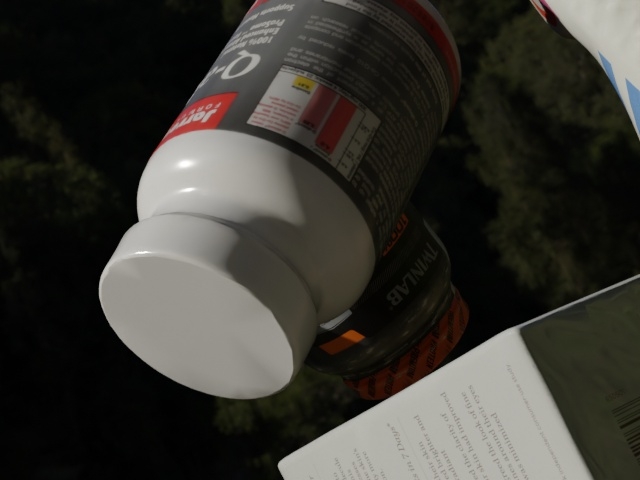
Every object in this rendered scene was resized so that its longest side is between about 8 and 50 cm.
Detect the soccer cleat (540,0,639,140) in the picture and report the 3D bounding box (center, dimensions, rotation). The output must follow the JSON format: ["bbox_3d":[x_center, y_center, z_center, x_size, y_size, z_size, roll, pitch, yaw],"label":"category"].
[{"bbox_3d":[0.226,-0.133,0.826,0.116,0.331,0.143,-30,2,-13],"label":"soccer cleat"}]

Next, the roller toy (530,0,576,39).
[{"bbox_3d":[0.231,-0.292,1.183,0.146,0.209,0.191,-32,-30,6],"label":"roller toy"}]

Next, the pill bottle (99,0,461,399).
[{"bbox_3d":[-0.028,-0.057,1.139,0.210,0.210,0.363,-44,14,50],"label":"pill bottle"}]

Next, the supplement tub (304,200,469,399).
[{"bbox_3d":[0.000,0.000,1.454,0.207,0.338,0.207,-36,18,14],"label":"supplement tub"}]

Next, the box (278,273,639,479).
[{"bbox_3d":[0.083,0.110,0.544,0.091,0.130,0.170,-17,-13,-39],"label":"box"}]
